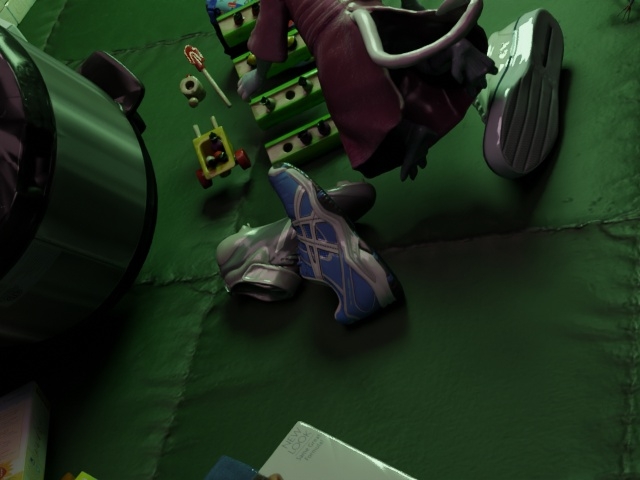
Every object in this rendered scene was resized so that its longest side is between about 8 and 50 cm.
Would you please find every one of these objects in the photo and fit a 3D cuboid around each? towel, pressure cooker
[{"bbox_3d":[-0.073,0.265,1.419,0.119,0.029,0.067,21,61,43],"label":"towel"},{"bbox_3d":[-0.401,-0.052,1.675,0.370,0.420,0.375,-9,78,17],"label":"pressure cooker"}]

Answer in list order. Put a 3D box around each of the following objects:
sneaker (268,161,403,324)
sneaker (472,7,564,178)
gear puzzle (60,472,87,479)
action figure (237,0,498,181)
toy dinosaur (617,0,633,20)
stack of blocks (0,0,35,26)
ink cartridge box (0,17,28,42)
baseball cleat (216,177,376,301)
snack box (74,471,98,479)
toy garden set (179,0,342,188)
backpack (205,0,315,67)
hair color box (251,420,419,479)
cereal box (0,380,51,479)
[{"bbox_3d":[0.000,0.000,1.560,0.081,0.080,0.211,-39,70,5],"label":"sneaker"},{"bbox_3d":[0.223,-0.162,1.645,0.091,0.094,0.258,-25,32,41],"label":"sneaker"},{"bbox_3d":[-0.389,0.354,1.516,0.339,0.044,0.175,-30,39,2],"label":"gear puzzle"},{"bbox_3d":[0.015,-0.249,1.637,0.248,0.276,0.370,-38,66,-5],"label":"action figure"},{"bbox_3d":[0.378,-0.317,1.712,0.082,0.090,0.047,4,25,-6],"label":"toy dinosaur"},{"bbox_3d":[-0.525,-0.473,2.428,0.171,0.087,0.297,1,49,33],"label":"stack of blocks"},{"bbox_3d":[-0.505,-0.283,2.178,0.082,0.139,0.190,-47,41,-15],"label":"ink cartridge box"},{"bbox_3d":[-0.019,0.008,1.637,0.206,0.072,0.109,-26,56,10],"label":"baseball cleat"},{"bbox_3d":[-0.238,0.355,1.400,0.174,0.070,0.207,18,61,42],"label":"snack box"},{"bbox_3d":[-0.095,-0.197,1.816,0.204,0.049,0.244,-25,67,8],"label":"toy garden set"},{"bbox_3d":[-0.049,-0.318,1.945,0.173,0.117,0.158,19,61,40],"label":"backpack"},{"bbox_3d":[0.058,0.309,1.232,0.339,0.110,0.185,19,61,45],"label":"hair color box"},{"bbox_3d":[-0.389,0.264,1.562,0.173,0.047,0.240,-27,23,5],"label":"cereal box"}]
